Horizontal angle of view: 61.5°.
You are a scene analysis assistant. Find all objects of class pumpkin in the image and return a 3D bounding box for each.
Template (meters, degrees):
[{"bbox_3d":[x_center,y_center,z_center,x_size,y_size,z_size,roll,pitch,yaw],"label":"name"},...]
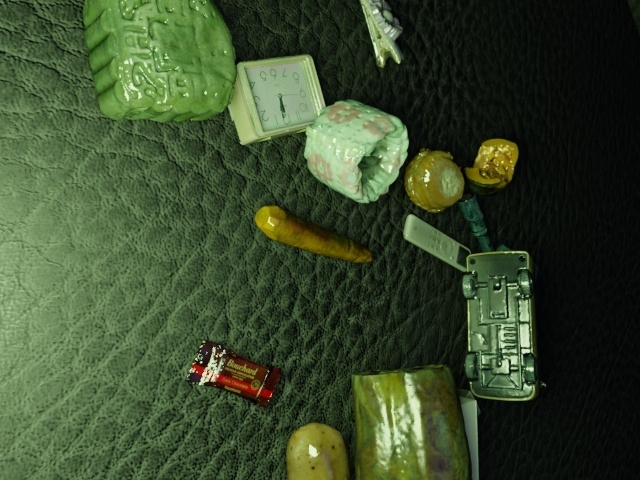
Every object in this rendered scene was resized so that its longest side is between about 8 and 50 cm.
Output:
[{"bbox_3d":[0.467,-0.185,1.480,0.183,0.119,0.108,-46,151,-26],"label":"pumpkin"}]

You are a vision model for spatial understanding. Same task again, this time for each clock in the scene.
[{"bbox_3d":[-0.086,-0.279,1.064,0.192,0.071,0.147,-22,100,-39],"label":"clock"}]

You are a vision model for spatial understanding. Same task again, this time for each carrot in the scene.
[{"bbox_3d":[0.000,0.000,1.123,0.314,0.066,0.066,21,73,-40],"label":"carrot"}]

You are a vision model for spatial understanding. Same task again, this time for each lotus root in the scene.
[{"bbox_3d":[0.178,0.422,1.077,0.250,0.250,0.346,12,67,-38],"label":"lotus root"}]

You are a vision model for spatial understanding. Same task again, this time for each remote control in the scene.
[{"bbox_3d":[0.308,0.010,1.386,0.261,0.029,0.067,27,70,-35],"label":"remote control"}]

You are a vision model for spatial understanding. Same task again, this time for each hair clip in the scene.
[{"bbox_3d":[0.116,-0.547,1.257,0.292,0.084,0.106,61,36,-12],"label":"hair clip"}]

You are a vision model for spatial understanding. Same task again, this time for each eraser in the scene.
[{"bbox_3d":[0.303,0.508,1.209,0.076,0.078,0.298,0,87,-40],"label":"eraser"}]

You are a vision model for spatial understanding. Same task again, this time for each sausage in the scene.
[{"bbox_3d":[0.027,0.598,1.053,0.136,0.123,0.501,-26,104,-65],"label":"sausage"}]

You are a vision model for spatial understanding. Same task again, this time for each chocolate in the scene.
[{"bbox_3d":[-0.154,0.248,0.994,0.182,0.028,0.086,29,76,-33],"label":"chocolate"}]

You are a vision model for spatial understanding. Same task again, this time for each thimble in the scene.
[{"bbox_3d":[0.070,-0.183,1.092,0.211,0.149,0.185,1,116,-58],"label":"thimble"}]

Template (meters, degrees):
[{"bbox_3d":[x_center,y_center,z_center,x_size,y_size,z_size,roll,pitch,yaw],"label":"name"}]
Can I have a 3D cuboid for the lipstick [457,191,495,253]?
[{"bbox_3d":[0.445,-0.023,1.486,0.053,0.053,0.234,-44,114,-33],"label":"lipstick"}]

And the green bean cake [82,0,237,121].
[{"bbox_3d":[-0.261,-0.313,0.899,0.227,0.124,0.223,-15,96,-44],"label":"green bean cake"}]

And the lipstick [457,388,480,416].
[{"bbox_3d":[0.249,0.505,1.266,0.371,0.076,0.080,-40,112,-34],"label":"lipstick"}]

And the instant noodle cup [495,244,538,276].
[{"bbox_3d":[0.566,0.115,1.564,0.157,0.070,0.179,29,70,-32],"label":"instant noodle cup"}]

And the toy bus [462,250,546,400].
[{"bbox_3d":[0.478,0.220,1.388,0.202,0.176,0.366,23,67,-58],"label":"toy bus"}]

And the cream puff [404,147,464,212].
[{"bbox_3d":[0.271,-0.147,1.315,0.150,0.115,0.165,-33,116,-29],"label":"cream puff"}]
